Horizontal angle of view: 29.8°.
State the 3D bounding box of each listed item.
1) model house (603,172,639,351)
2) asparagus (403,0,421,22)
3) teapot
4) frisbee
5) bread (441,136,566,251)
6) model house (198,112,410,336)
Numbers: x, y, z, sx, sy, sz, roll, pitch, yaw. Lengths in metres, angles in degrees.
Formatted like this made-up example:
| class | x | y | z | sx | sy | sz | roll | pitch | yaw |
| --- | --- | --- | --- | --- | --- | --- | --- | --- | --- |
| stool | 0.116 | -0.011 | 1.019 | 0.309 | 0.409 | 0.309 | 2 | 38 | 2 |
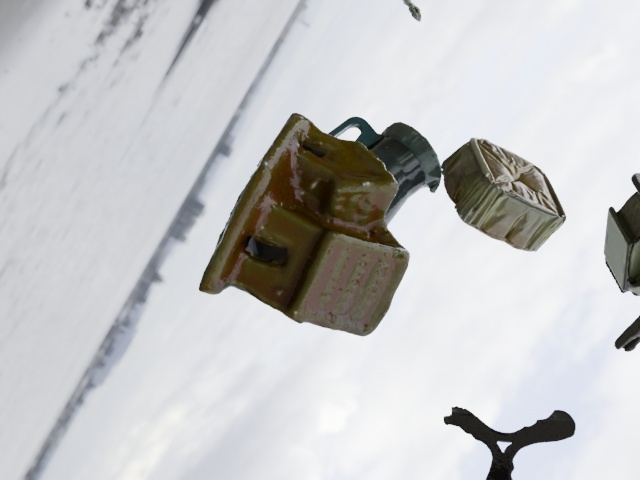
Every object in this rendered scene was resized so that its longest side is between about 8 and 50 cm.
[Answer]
| class | x | y | z | sx | sy | sz | roll | pitch | yaw |
| --- | --- | --- | --- | --- | --- | --- | --- | --- | --- |
| model house | 0.595 | 0.053 | 2.205 | 0.278 | 0.205 | 0.218 | -55 | -154 | 29 |
| asparagus | 0.135 | -0.473 | 2.242 | 0.023 | 0.233 | 0.022 | 14 | -106 | 41 |
| teapot | 0.073 | -0.101 | 2.034 | 0.225 | 0.203 | 0.171 | -37 | 169 | -24 |
| frisbee | 0.271 | 0.304 | 1.834 | 0.211 | 0.187 | 0.012 | -39 | 140 | -25 |
| bread | 0.316 | -0.078 | 2.115 | 0.110 | 0.192 | 0.210 | -55 | -154 | 25 |
| model house | 0.004 | -0.010 | 1.569 | 0.173 | 0.239 | 0.268 | 48 | 67 | -85 |
